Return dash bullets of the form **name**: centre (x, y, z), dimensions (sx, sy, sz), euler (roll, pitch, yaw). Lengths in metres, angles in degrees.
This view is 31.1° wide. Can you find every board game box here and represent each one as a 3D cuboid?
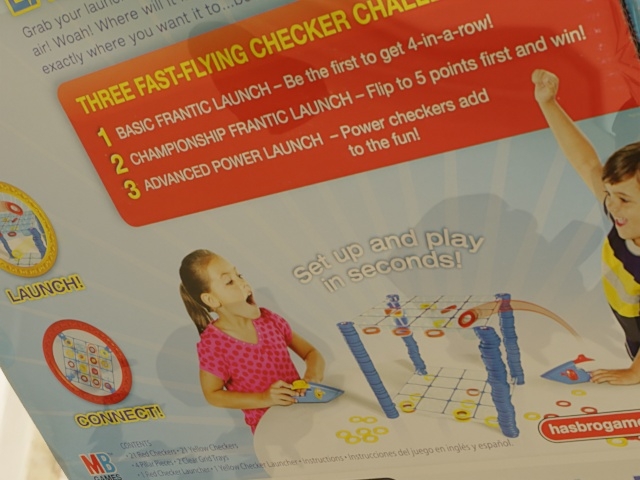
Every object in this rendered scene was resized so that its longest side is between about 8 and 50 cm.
- **board game box**: centre (0.000, 0.000, 0.436), dimensions (0.086, 0.308, 0.302), euler (-51, 123, -51)
